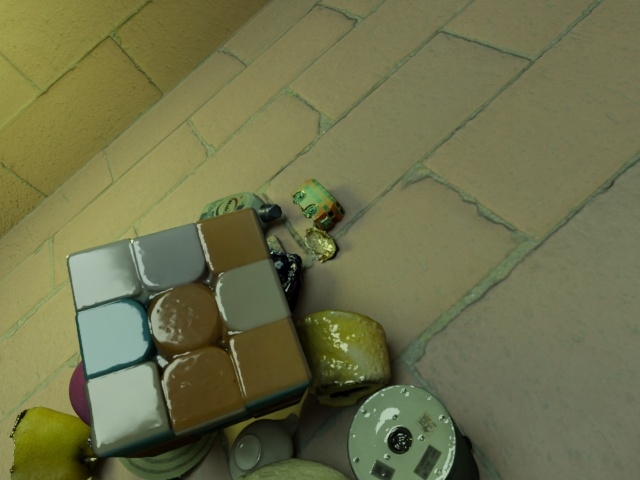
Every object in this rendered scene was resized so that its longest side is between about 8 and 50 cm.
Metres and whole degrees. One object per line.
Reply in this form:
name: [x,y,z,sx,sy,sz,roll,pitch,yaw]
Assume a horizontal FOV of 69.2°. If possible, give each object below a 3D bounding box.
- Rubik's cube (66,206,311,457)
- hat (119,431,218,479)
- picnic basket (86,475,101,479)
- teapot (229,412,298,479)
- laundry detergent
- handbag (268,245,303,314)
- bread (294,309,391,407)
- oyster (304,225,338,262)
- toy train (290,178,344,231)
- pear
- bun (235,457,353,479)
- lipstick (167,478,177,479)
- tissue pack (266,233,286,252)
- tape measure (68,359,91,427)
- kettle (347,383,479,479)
Rubik's cube: [-0.236,0.191,0.903,0.344,0.346,0.346,-15,69,-13]
hat: [-0.352,0.404,1.040,0.252,0.110,0.252,3,64,-6]
picnic basket: [-0.481,0.607,1.019,0.079,0.164,0.115,-38,44,-10]
teapot: [-0.131,0.453,0.957,0.145,0.092,0.226,23,74,44]
laundry detergent: [-0.246,-0.049,1.418,0.281,0.105,0.214,-7,53,28]
handbag: [-0.153,0.120,1.204,0.208,0.127,0.228,12,72,33]
bread: [0.041,0.231,0.939,0.197,0.197,0.170,-23,54,18]
oyster: [0.001,0.000,1.257,0.086,0.029,0.132,-39,54,24]
toy train: [-0.012,-0.104,1.323,0.099,0.072,0.188,-41,44,1]
pear: [-0.651,0.548,1.184,0.178,0.266,0.267,-7,45,-12]
bun: [-0.063,0.534,0.745,0.352,0.227,0.349,21,68,41]
lipstick: [-0.290,0.555,1.008,0.234,0.053,0.053,4,59,38]
tissue pack: [-0.137,0.030,1.329,0.063,0.035,0.083,-36,46,4]
tape measure: [-0.493,0.360,1.176,0.149,0.231,0.245,10,67,39]
kettle: [0.150,0.368,0.721,0.160,0.243,0.210,20,67,44]
